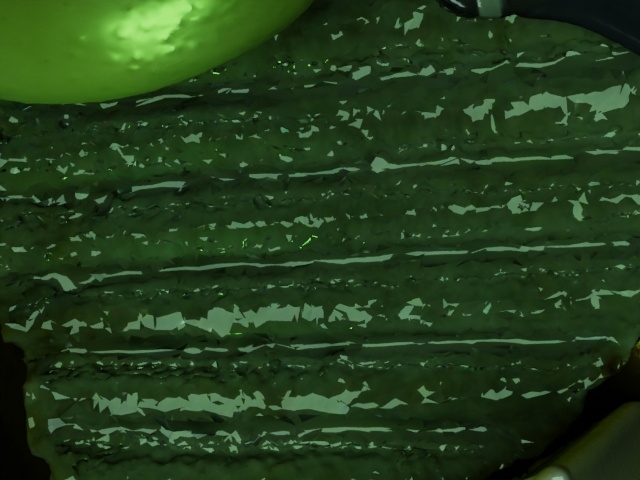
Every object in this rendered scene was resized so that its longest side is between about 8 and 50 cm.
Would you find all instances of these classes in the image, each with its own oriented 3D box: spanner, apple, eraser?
[{"bbox_3d":[0.200,-0.106,0.863,0.316,0.024,0.087,24,87,-10],"label":"spanner"},{"bbox_3d":[-0.120,-0.203,0.821,0.279,0.279,0.279,2,102,10],"label":"apple"},{"bbox_3d":[0.108,0.166,0.871,0.158,0.226,0.069,-39,80,18],"label":"eraser"}]

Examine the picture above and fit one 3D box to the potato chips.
[{"bbox_3d":[0.000,0.000,0.931,0.429,0.070,0.358,-6,94,10],"label":"potato chips"}]
